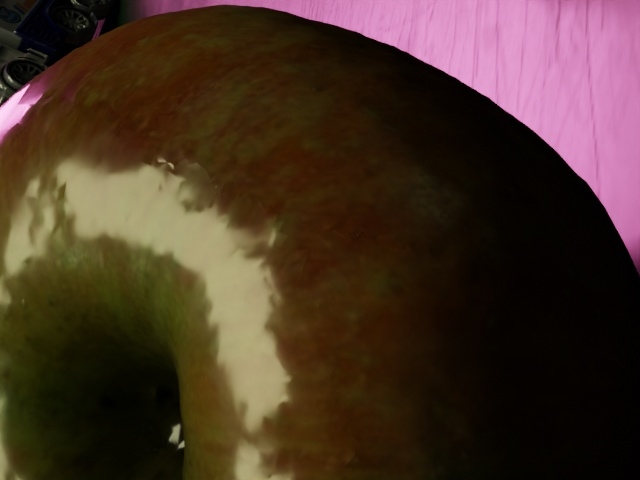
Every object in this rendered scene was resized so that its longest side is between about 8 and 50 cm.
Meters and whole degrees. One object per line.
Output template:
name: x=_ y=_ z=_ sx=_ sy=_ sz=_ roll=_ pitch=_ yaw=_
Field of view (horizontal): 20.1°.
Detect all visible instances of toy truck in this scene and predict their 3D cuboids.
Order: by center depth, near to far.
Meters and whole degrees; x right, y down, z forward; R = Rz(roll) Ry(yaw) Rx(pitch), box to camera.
toy truck: x=-0.316 y=-0.183 z=1.763 sx=0.268 sy=0.155 sz=0.124 roll=-67 pitch=3 yaw=-55

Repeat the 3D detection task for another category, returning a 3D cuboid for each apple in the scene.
apple: x=-0.003 y=0.058 z=0.674 sx=0.277 sy=0.250 sz=0.309 roll=-43 pitch=61 yaw=29
